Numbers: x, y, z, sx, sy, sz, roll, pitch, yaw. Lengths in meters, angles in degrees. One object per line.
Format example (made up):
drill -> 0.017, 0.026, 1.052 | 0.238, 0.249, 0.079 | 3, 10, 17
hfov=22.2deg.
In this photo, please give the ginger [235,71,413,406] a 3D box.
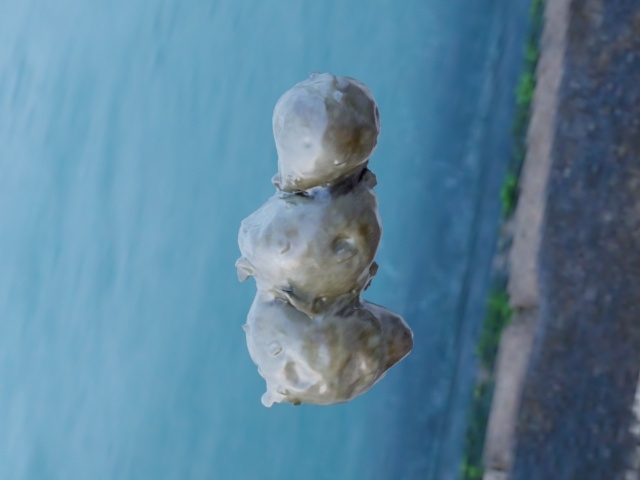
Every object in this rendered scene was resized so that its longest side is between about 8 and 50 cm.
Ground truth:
ginger -> 0.000, 0.000, 0.974 | 0.080, 0.104, 0.204 | -113, 18, -73
